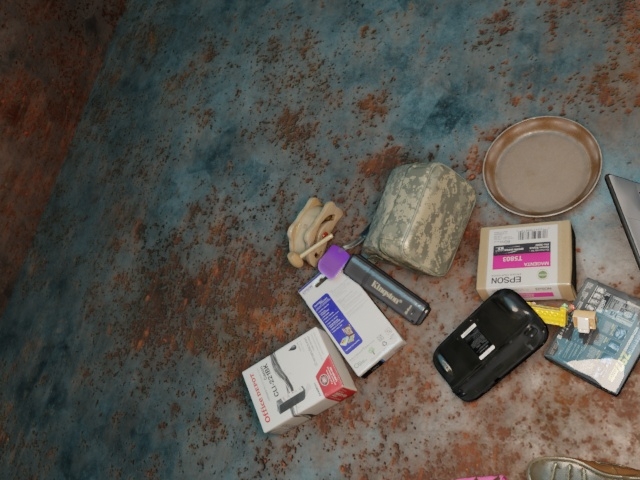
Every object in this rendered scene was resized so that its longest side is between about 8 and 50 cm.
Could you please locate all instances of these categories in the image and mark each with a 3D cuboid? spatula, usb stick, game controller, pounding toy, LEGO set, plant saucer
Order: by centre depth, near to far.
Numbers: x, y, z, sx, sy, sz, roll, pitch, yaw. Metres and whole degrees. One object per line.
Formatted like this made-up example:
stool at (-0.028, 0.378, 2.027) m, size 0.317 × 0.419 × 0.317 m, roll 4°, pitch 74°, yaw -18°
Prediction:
LEGO set at (0.541, 0.201, 1.447) m, size 0.287 × 0.107 × 0.132 m, roll -38°, pitch 77°, yaw 36°
game controller at (0.414, 0.266, 1.460) m, size 0.319 × 0.067 × 0.166 m, roll -53°, pitch 54°, yaw 32°
plant saucer at (0.616, -0.202, 1.631) m, size 0.311 × 0.050 × 0.310 m, roll -9°, pitch 67°, yaw 22°
usb stick at (0.187, 0.138, 1.670) m, size 0.278 × 0.045 × 0.077 m, roll 36°, pitch 102°, yaw 18°
spatula at (0.110, -0.001, 1.769) m, size 0.296 × 0.030 × 0.084 m, roll -42°, pitch 52°, yaw -18°
pounding toy at (0.000, 0.000, 1.805) m, size 0.155 × 0.154 × 0.269 m, roll 16°, pitch 59°, yaw 30°

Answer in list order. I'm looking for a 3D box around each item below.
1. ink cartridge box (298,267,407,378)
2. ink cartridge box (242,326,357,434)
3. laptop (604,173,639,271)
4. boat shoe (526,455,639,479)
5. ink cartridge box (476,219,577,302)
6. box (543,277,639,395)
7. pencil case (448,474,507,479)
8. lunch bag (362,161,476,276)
ink cartridge box at (0.089, 0.223, 1.711) m, size 0.165 × 0.065 × 0.332 m, roll -41°, pitch 60°, yaw 6°
ink cartridge box at (-0.065, 0.408, 1.682) m, size 0.273 × 0.114 × 0.197 m, roll -34°, pitch 60°, yaw 12°
laptop at (0.913, -0.004, 1.307) m, size 0.236 × 0.408 × 0.381 m, roll -39°, pitch 51°, yaw 48°
boat shoe at (0.624, 0.550, 1.301) m, size 0.308 × 0.104 × 0.110 m, roll 5°, pitch 82°, yaw 26°
ink cartridge box at (0.535, 0.056, 1.517) m, size 0.235 × 0.088 × 0.193 m, roll -6°, pitch 56°, yaw 29°
box at (0.685, 0.231, 1.418) m, size 0.183 × 0.059 × 0.232 m, roll 28°, pitch 84°, yaw 34°
pencil case at (0.354, 0.628, 1.406) m, size 0.209 × 0.095 × 0.098 m, roll -20°, pitch 28°, yaw 20°
lunch bag at (0.260, -0.067, 1.657) m, size 0.256 × 0.213 × 0.305 m, roll 9°, pitch 73°, yaw 55°
